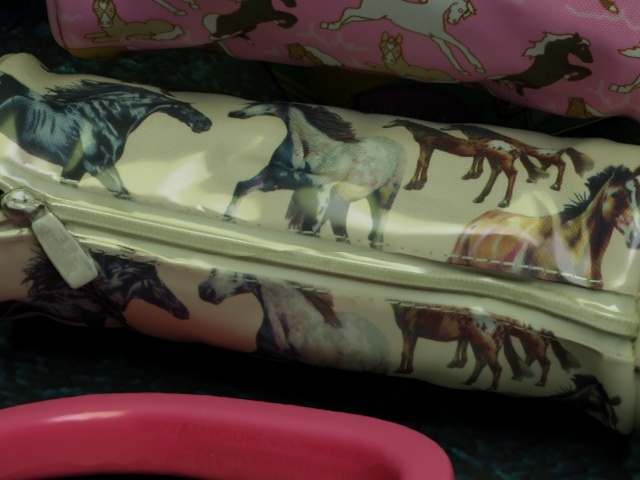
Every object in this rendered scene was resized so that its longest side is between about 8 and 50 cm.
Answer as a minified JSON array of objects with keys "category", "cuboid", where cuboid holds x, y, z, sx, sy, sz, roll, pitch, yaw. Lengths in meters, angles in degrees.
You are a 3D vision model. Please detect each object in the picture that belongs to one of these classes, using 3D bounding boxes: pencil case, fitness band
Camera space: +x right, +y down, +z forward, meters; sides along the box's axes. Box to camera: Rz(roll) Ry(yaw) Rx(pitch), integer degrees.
[{"category":"pencil case","cuboid":[0.045,-0.155,1.048,0.386,0.160,0.167,8,5,8]},{"category":"pencil case","cuboid":[0.000,0.000,1.040,0.410,0.160,0.183,9,21,8]},{"category":"fitness band","cuboid":[-0.075,0.126,0.906,0.291,0.054,0.209,5,17,33]}]

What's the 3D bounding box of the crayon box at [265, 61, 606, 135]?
[{"category":"crayon box","cuboid":[0.120,-0.212,1.290,0.363,0.106,0.313,-18,50,-16]}]
